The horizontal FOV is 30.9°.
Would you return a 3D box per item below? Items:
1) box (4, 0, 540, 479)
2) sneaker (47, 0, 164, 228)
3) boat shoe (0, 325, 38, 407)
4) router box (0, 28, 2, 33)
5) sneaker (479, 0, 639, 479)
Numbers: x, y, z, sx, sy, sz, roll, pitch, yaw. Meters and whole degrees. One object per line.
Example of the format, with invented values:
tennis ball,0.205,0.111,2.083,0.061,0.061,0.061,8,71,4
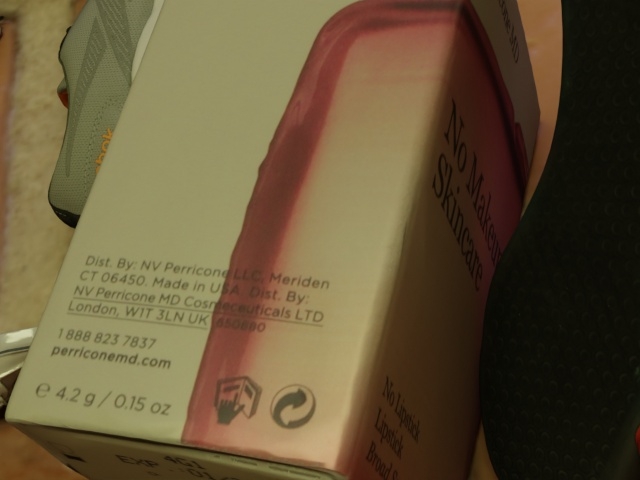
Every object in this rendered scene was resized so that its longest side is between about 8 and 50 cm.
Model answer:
box,0.000,0.000,0.463,0.126,0.149,0.232,5,63,22
sneaker,-0.084,-0.123,0.602,0.108,0.100,0.272,-9,58,22
boat shoe,-0.163,0.068,0.558,0.100,0.035,0.035,-20,83,4
router box,-0.392,-0.034,0.672,0.301,0.082,0.335,11,65,26
sneaker,0.152,-0.022,0.452,0.090,0.145,0.270,16,101,53
